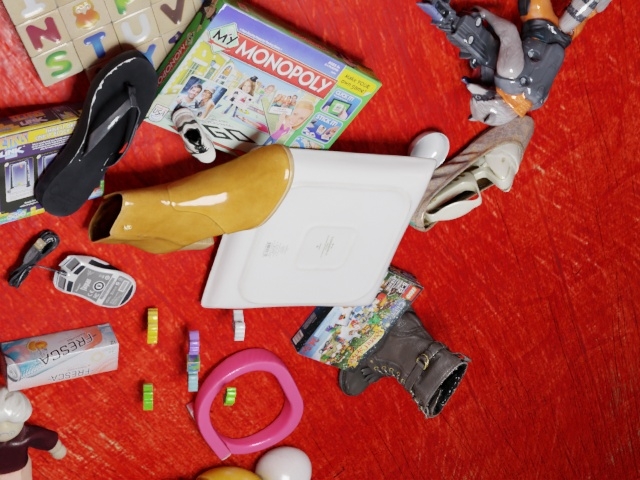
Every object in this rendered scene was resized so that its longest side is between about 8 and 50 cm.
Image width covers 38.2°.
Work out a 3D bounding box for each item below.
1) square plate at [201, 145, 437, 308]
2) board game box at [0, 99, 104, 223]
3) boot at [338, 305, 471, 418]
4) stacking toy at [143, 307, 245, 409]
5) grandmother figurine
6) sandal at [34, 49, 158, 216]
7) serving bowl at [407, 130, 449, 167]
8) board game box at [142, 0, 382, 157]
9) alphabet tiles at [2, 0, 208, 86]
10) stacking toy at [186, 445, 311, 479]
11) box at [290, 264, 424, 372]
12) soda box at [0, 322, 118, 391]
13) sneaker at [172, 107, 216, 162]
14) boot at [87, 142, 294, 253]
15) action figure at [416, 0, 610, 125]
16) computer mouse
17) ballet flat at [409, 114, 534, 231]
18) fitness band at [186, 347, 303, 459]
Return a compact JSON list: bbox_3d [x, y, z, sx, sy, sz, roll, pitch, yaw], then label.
[{"bbox_3d":[0.000,0.000,1.573,0.343,0.049,0.347,1,130,-27],"label":"square plate"},{"bbox_3d":[-0.383,-0.109,1.272,0.170,0.048,0.141,-20,134,-37],"label":"board game box"},{"bbox_3d":[0.162,0.270,1.840,0.091,0.229,0.263,17,115,-41],"label":"boot"},{"bbox_3d":[-0.227,0.212,1.636,0.166,0.052,0.221,1,125,-13],"label":"stacking toy"},{"bbox_3d":[-0.536,0.375,1.571,0.207,0.104,0.343,-17,136,-33],"label":"grandmother figurine"},{"bbox_3d":[-0.292,-0.136,1.257,0.097,0.054,0.255,17,108,-54],"label":"sandal"},{"bbox_3d":[0.187,-0.161,1.639,0.083,0.027,0.083,-18,133,-20],"label":"serving bowl"},{"bbox_3d":[-0.086,-0.220,1.376,0.317,0.046,0.213,18,124,-42],"label":"board game box"},{"bbox_3d":[-0.253,-0.329,1.162,0.285,0.011,0.343,-27,150,-11],"label":"alphabet tiles"},{"bbox_3d":[-0.198,0.578,1.858,0.479,0.350,0.351,-30,139,-30],"label":"stacking toy"},{"bbox_3d":[0.072,0.143,1.799,0.159,0.044,0.233,25,110,-37],"label":"box"},{"bbox_3d":[-0.426,0.190,1.513,0.183,0.058,0.063,-10,130,-27],"label":"soda box"},{"bbox_3d":[-0.181,-0.142,1.337,0.040,0.044,0.109,-31,143,2],"label":"sneaker"},{"bbox_3d":[-0.196,-0.058,1.361,0.211,0.104,0.295,3,151,-45],"label":"boot"},{"bbox_3d":[0.325,-0.337,1.482,0.341,0.178,0.330,17,105,-43],"label":"action figure"},{"bbox_3d":[-0.380,0.053,1.442,0.193,0.042,0.106,25,105,-38],"label":"computer mouse"},{"bbox_3d":[0.284,-0.112,1.687,0.316,0.106,0.108,-34,137,-4],"label":"ballet flat"},{"bbox_3d":[-0.143,0.328,1.820,0.209,0.054,0.291,-30,137,-8],"label":"fitness band"}]
